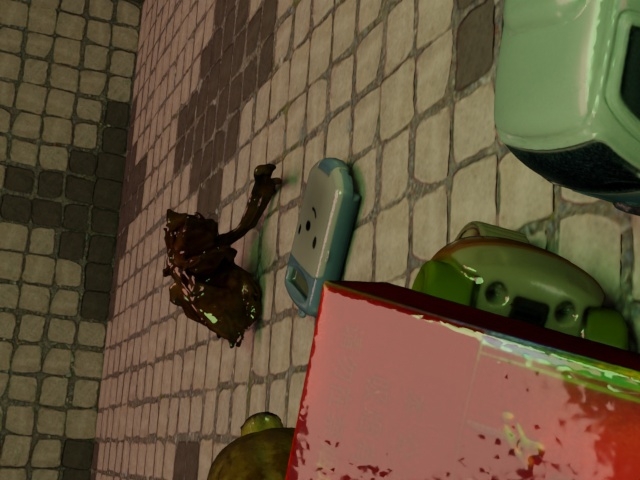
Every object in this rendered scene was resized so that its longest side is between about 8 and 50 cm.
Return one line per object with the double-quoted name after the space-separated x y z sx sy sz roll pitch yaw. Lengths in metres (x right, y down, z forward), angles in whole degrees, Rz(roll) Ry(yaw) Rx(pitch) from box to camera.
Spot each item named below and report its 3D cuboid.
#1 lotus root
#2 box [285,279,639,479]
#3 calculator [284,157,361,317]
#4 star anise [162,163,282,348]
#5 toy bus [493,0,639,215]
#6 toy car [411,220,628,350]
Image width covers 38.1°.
-0.038 0.285 0.976 0.314 0.169 0.142 -111 22 -66 "lotus root"
0.128 0.153 0.508 0.313 0.089 0.198 14 95 33 "box"
0.000 0.000 1.165 0.121 0.039 0.210 -132 53 -65 "calculator"
-0.147 0.021 1.404 0.237 0.148 0.346 49 128 35 "star anise"
0.197 -0.153 0.556 0.133 0.164 0.272 -167 86 -68 "toy bus"
0.123 0.086 0.732 0.235 0.145 0.235 -164 90 -87 "toy car"
